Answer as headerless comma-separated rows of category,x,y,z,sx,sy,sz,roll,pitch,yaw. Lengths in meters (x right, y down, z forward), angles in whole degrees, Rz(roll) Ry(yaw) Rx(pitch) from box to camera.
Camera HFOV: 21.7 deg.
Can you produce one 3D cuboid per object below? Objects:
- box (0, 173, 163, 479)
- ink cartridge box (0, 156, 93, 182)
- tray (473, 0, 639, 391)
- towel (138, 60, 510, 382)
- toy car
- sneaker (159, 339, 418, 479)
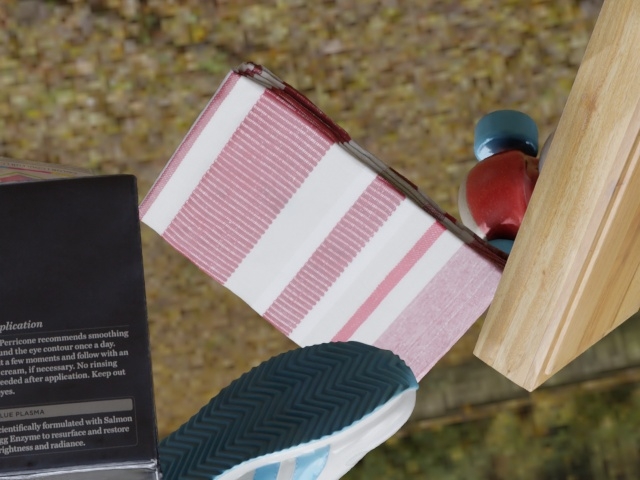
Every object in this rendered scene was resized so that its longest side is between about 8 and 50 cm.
box,-0.136,0.067,0.900,0.093,0.158,0.156,-4,159,-6
ink cartridge box,-0.219,0.000,1.263,0.109,0.062,0.209,6,-160,-17
tray,0.272,-0.076,1.444,0.203,0.076,0.411,-29,144,-46
towel,0.000,0.000,1.614,0.237,0.329,0.037,-51,-178,39
toy car,0.289,-0.055,1.777,0.210,0.219,0.238,24,142,-23
sneaker,-0.035,0.146,1.030,0.228,0.087,0.092,-33,127,5
